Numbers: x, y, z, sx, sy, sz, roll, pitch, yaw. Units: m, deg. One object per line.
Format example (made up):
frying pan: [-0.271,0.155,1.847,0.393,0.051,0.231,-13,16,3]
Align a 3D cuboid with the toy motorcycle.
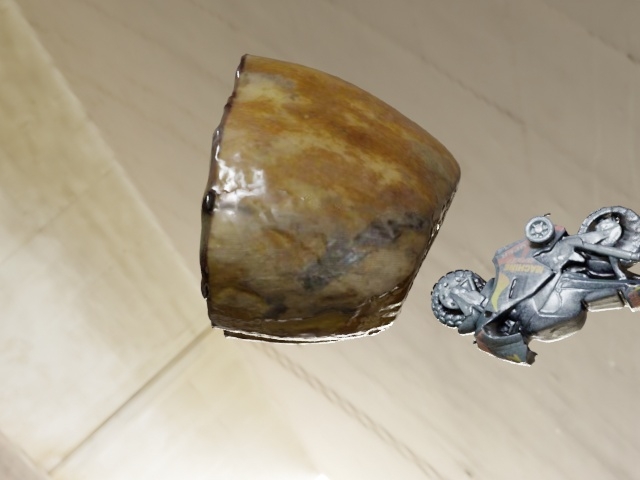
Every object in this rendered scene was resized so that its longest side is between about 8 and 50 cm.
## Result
toy motorcycle: [0.296,0.068,1.544,0.108,0.307,0.173,48,24,-52]

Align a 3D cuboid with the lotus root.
lotus root: [0.000,0.000,1.221,0.250,0.316,0.316,15,-17,3]
